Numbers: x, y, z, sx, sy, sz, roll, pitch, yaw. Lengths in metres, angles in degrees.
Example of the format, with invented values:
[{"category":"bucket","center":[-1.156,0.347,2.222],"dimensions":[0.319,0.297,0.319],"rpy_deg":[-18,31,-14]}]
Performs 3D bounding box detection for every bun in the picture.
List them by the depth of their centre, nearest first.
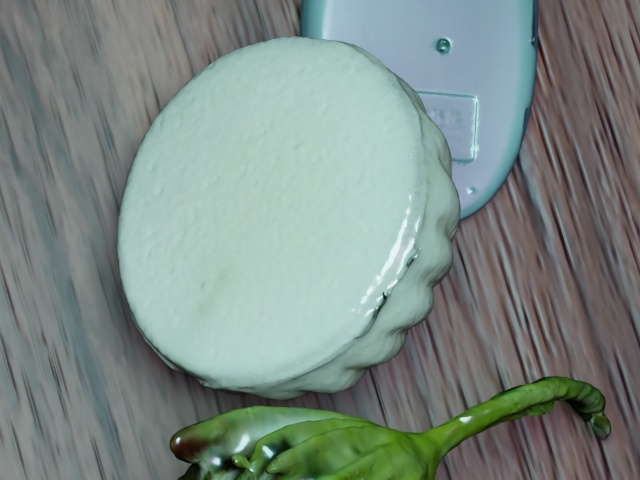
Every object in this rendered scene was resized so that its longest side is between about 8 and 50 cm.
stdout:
[{"category":"bun","center":[0.000,0.000,1.404],"dimensions":[0.263,0.175,0.263],"rpy_deg":[-12,66,29]}]

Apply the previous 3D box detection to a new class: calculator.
[{"category":"calculator","center":[0.076,-0.157,1.506],"dimensions":[0.186,0.041,0.298],"rpy_deg":[5,82,-9]}]

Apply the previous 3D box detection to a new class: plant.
[{"category":"plant","center":[0.043,0.144,1.383],"dimensions":[0.180,0.251,0.333],"rpy_deg":[29,62,27]}]
